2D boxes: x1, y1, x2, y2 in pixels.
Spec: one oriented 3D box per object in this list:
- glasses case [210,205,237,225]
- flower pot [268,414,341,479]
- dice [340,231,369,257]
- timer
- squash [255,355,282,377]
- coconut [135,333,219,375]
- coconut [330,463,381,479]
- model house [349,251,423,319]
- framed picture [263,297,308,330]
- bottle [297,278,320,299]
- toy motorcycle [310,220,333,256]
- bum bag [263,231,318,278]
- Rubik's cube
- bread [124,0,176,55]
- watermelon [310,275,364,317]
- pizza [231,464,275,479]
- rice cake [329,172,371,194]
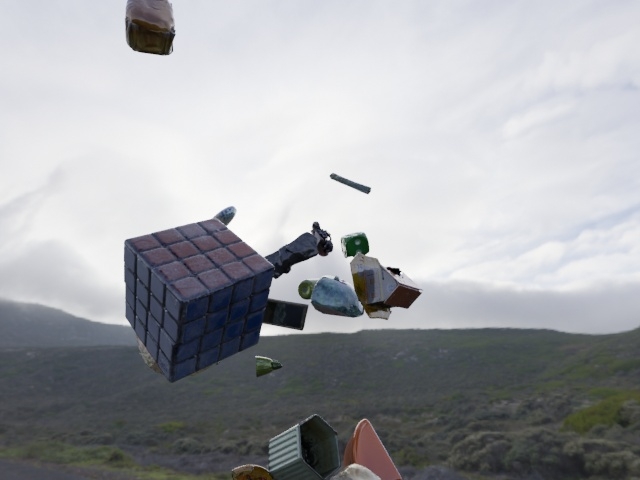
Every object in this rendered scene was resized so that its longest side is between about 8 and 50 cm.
[{"bbox_3d":[-0.517,-0.044,2.002,0.327,0.076,0.125,-41,3,13],"label":"glasses case"},{"bbox_3d":[-0.061,0.805,1.611,0.189,0.209,0.239,-40,-20,28],"label":"flower pot"},{"bbox_3d":[0.179,0.024,2.231,0.130,0.120,0.128,-13,9,-9],"label":"dice"},{"bbox_3d":[0.175,0.850,1.636,0.161,0.250,0.258,-5,-40,-14],"label":"timer"},{"bbox_3d":[-0.258,0.626,2.137,0.132,0.105,0.105,-4,-21,-7],"label":"squash"},{"bbox_3d":[-0.597,0.361,1.856,0.403,0.406,0.405,-1,-22,0],"label":"coconut"},{"bbox_3d":[0.111,0.815,1.360,0.194,0.195,0.194,-1,-22,0],"label":"coconut"},{"bbox_3d":[0.205,0.125,1.285,0.135,0.208,0.219,-17,-25,34],"label":"model house"},{"bbox_3d":[-0.200,0.380,2.221,0.259,0.023,0.189,11,-54,-3],"label":"framed picture"},{"bbox_3d":[-0.005,0.266,2.358,0.112,0.112,0.260,-18,-14,36],"label":"bottle"},{"bbox_3d":[0.000,0.000,2.203,0.084,0.213,0.118,-7,-44,-30],"label":"toy motorcycle"},{"bbox_3d":[-0.144,0.074,2.071,0.309,0.137,0.074,-31,-18,-4],"label":"bum bag"},{"bbox_3d":[-0.399,0.173,1.370,0.344,0.343,0.338,-16,-47,-44],"label":"Rubik's cube"},{"bbox_3d":[-0.506,-0.653,1.266,0.136,0.241,0.107,2,-42,-23],"label":"bread"},{"bbox_3d":[0.103,0.248,1.934,0.187,0.176,0.321,1,-2,24],"label":"watermelon"},{"bbox_3d":[-0.261,0.892,1.519,0.184,0.176,0.036,42,-32,-27],"label":"pizza"},{"bbox_3d":[0.141,-0.270,2.010,0.210,0.034,0.043,23,-4,1],"label":"rice cake"}]
